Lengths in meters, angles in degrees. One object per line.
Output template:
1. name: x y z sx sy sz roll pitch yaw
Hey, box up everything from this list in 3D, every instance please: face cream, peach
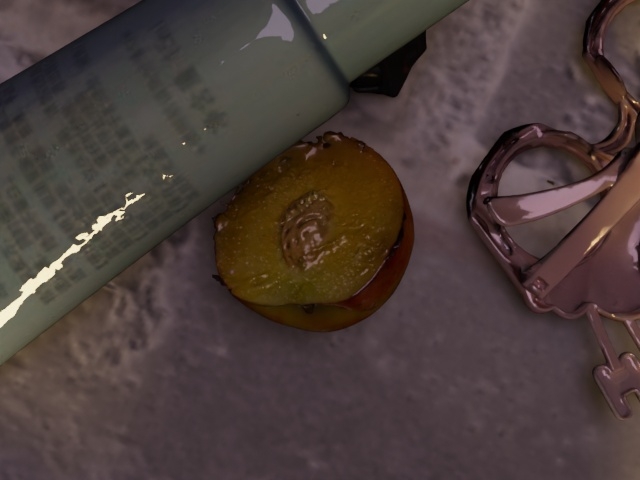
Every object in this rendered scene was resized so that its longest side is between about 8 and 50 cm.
1. face cream: -0.094 -0.044 0.670 0.385 0.086 0.135 -33 86 4
2. peach: 0.000 0.001 0.698 0.098 0.061 0.098 -8 58 12

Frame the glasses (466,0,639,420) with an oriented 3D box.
1. glasses: 0.188 -0.041 0.714 0.162 0.095 0.255 39 80 -8

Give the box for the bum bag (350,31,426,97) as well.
1. bum bag: -0.009 -0.102 0.726 0.124 0.034 0.057 3 81 -7
